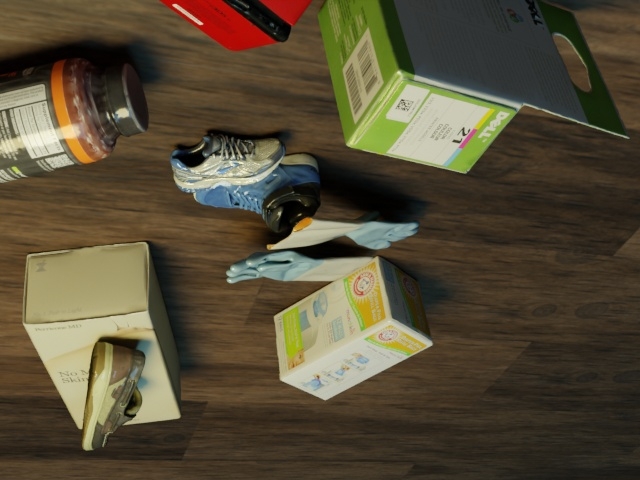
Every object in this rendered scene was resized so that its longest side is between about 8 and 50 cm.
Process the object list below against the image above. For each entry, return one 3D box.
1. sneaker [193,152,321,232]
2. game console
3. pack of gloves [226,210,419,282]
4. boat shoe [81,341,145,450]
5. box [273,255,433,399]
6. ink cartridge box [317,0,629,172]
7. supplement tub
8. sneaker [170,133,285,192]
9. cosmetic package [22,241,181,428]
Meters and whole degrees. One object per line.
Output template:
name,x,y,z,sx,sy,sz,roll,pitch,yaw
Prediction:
sneaker,-0.074,-0.048,1.050,0.152,0.084,0.058,-9,144,1
game console,-0.082,-0.252,0.829,0.124,0.085,0.144,1,158,45
pack of gloves,0.000,0.000,1.141,0.232,0.046,0.195,1,157,-47
boat shoe,-0.271,0.212,1.180,0.073,0.080,0.223,7,138,-12
box,0.044,0.128,1.291,0.203,0.114,0.103,-31,137,27
ink cartridge box,0.143,-0.159,0.853,0.255,0.188,0.097,11,139,-25
supplement tub,-0.275,-0.120,0.891,0.198,0.106,0.106,-12,144,4
sneaker,-0.107,-0.093,1.011,0.135,0.052,0.058,-15,140,7
cosmetic package,-0.290,0.141,1.242,0.160,0.113,0.309,-6,145,-3
